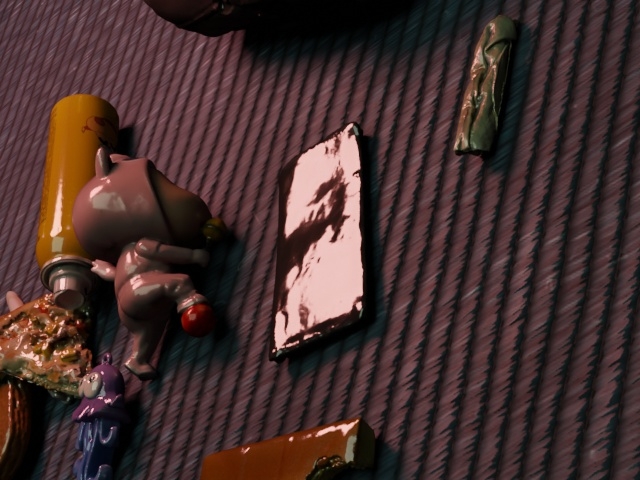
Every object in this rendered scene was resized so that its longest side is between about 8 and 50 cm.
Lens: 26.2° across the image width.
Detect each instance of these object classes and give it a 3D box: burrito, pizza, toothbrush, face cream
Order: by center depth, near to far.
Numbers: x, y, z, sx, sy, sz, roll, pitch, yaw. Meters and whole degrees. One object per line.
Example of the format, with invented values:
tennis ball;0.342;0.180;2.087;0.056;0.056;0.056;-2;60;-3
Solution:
burrito;0.182;-0.171;1.517;0.045;0.041;0.185;-22;47;49
pizza;-0.364;0.146;1.851;0.185;0.052;0.195;-34;51;-23
face cream;-0.345;-0.052;1.951;0.105;0.105;0.349;-32;42;30
toothbrush;-0.407;0.145;1.953;0.025;0.029;0.307;-56;37;9

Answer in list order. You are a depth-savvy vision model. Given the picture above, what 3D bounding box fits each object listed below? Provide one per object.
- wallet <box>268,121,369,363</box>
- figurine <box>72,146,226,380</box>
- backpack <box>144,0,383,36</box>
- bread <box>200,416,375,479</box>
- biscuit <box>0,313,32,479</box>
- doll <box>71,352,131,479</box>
wallet;-0.001;-0.001;1.609;0.146;0.030;0.285;-30;44;35
figurine;-0.210;0.020;1.755;0.186;0.176;0.287;-13;62;-9
backpack;-0.073;-0.429;1.814;0.445;0.255;0.363;-15;48;45
bread;-0.036;0.251;1.457;0.226;0.049;0.088;-19;52;38
biscuit;-0.495;0.260;1.930;0.262;0.052;0.277;-36;44;33
doll;-0.278;0.241;1.720;0.110;0.067;0.206;-20;61;50
